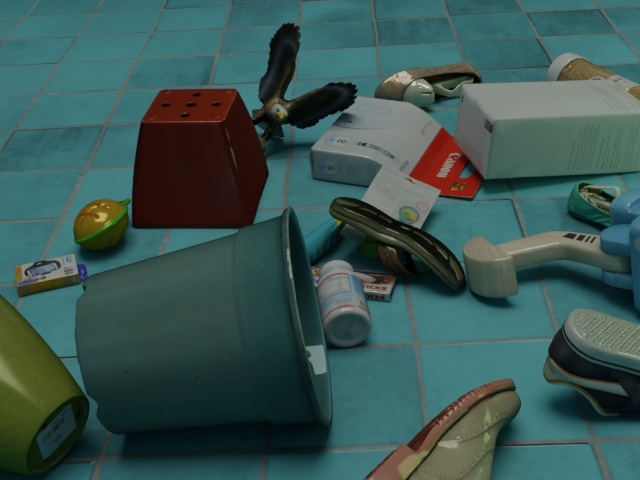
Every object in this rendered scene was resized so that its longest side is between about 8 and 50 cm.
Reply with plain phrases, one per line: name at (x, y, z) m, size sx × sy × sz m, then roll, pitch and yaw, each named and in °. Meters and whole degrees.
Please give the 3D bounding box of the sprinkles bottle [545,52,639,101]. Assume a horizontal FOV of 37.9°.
sprinkles bottle at (0.718, -0.362, 2.327) m, size 0.121 × 0.121 × 0.355 m, roll -17°, pitch 34°, yaw -20°

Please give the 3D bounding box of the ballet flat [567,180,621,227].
ballet flat at (0.606, -0.059, 1.878) m, size 0.083 × 0.087 × 0.247 m, roll -26°, pitch 38°, yaw -32°

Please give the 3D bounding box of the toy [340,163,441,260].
toy at (0.143, -0.046, 1.928) m, size 0.137 × 0.056 × 0.237 m, roll 27°, pitch 47°, yaw 8°

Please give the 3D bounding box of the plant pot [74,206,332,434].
plant pot at (-0.175, 0.147, 1.434) m, size 0.334 × 0.341 × 0.341 m, roll -11°, pitch 31°, yaw 3°

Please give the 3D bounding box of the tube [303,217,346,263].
tube at (0.000, 0.000, 1.870) m, size 0.052 × 0.080 × 0.207 m, roll 39°, pitch 52°, yaw 18°

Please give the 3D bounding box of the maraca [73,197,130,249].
maraca at (-0.456, -0.041, 1.958) m, size 0.127 × 0.099 × 0.185 m, roll -25°, pitch 19°, yaw 9°

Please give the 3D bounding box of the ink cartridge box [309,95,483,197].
ink cartridge box at (0.209, -0.226, 2.194) m, size 0.385 × 0.091 × 0.308 m, roll 9°, pitch 34°, yaw 21°

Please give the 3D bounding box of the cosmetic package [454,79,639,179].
cosmetic package at (0.522, -0.257, 2.115) m, size 0.385 × 0.156 × 0.217 m, roll -4°, pitch 31°, yaw -9°

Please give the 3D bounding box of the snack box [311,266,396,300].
snack box at (0.051, 0.082, 1.772) m, size 0.178 × 0.022 × 0.064 m, roll 5°, pitch 34°, yaw 14°

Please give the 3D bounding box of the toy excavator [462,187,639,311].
toy excavator at (0.547, 0.016, 1.694) m, size 0.433 × 0.222 × 0.445 m, roll -28°, pitch 25°, yaw -33°

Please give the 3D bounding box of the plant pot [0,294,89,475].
plant pot at (-0.509, 0.224, 1.415) m, size 0.294 × 0.274 × 0.275 m, roll 28°, pitch 41°, yaw 19°

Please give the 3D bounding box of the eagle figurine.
eagle figurine at (-0.081, -0.340, 2.238) m, size 0.298 × 0.226 × 0.225 m, roll -46°, pitch 50°, yaw 10°

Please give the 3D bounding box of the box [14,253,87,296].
box at (-0.537, 0.066, 1.859) m, size 0.136 × 0.028 × 0.081 m, roll -14°, pitch 33°, yaw -13°

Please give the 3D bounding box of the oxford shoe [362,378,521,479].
oxford shoe at (0.182, 0.326, 1.299) m, size 0.146 × 0.140 × 0.397 m, roll 47°, pitch 46°, yaw 15°

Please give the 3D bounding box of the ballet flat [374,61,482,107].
ballet flat at (0.296, -0.407, 2.471) m, size 0.316 × 0.107 × 0.106 m, roll -19°, pitch 42°, yaw -21°

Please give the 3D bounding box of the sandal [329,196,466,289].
sandal at (0.146, 0.014, 1.795) m, size 0.303 × 0.086 × 0.120 m, roll 30°, pitch 18°, yaw 17°

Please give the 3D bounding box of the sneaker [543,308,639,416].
sneaker at (0.497, 0.207, 1.442) m, size 0.321 × 0.127 × 0.126 m, roll 20°, pitch 37°, yaw -9°

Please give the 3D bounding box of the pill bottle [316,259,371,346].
pill bottle at (0.038, 0.108, 1.660) m, size 0.087 × 0.087 × 0.160 m, roll -6°, pitch 35°, yaw -3°

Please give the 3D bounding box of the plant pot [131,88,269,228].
plant pot at (-0.274, -0.195, 2.057) m, size 0.267 × 0.235 × 0.267 m, roll 0°, pitch 31°, yaw 7°
